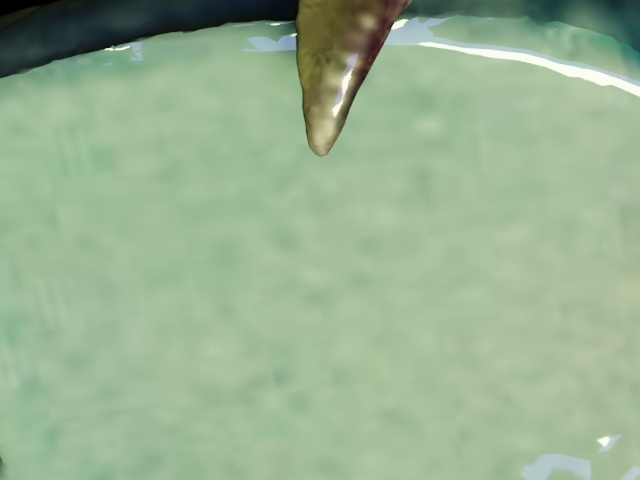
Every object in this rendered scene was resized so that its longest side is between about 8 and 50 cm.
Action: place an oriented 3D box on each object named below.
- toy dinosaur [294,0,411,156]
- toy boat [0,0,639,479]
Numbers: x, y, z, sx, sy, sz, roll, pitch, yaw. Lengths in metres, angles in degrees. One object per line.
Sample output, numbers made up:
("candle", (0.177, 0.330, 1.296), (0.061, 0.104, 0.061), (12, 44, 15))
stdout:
("toy dinosaur", (0.016, -0.178, 0.509), (0.162, 0.077, 0.294), (23, 105, -9))
("toy boat", (0.000, 0.000, 0.639), (0.330, 0.123, 0.215), (-12, 117, 8))
